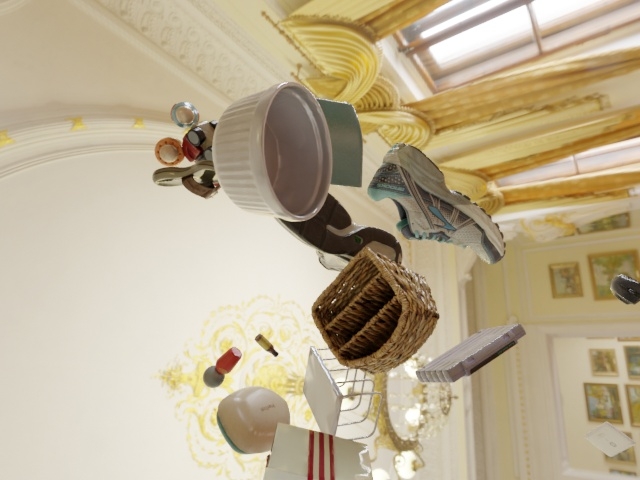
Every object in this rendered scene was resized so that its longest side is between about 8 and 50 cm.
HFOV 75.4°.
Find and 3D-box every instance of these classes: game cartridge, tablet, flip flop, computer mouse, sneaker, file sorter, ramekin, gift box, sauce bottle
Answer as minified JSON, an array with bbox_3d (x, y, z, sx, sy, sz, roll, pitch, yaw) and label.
[{"bbox_3d":[0.533,0.405,1.472,0.355,0.230,0.068,-23,-96,-22],"label":"game cartridge"},{"bbox_3d":[0.545,0.377,0.782,0.006,0.054,0.083,-35,-32,-29],"label":"tablet"},{"bbox_3d":[-0.294,-0.137,0.999,0.112,0.276,0.080,23,-111,-64],"label":"flip flop"},{"bbox_3d":[0.854,0.154,1.096,0.041,0.071,0.242,28,-165,-10],"label":"computer mouse"},{"bbox_3d":[0.000,0.001,1.233,0.447,0.257,0.169,29,-116,-24],"label":"sneaker"},{"bbox_3d":[0.070,0.514,1.410,0.173,0.278,0.193,2,-72,-21],"label":"file sorter"},{"bbox_3d":[-0.074,-0.133,0.653,0.207,0.109,0.207,-5,-85,-61],"label":"ramekin"},{"bbox_3d":[-0.001,0.545,0.825,0.258,0.276,0.255,-68,-13,-85],"label":"gift box"},{"bbox_3d":[-0.230,0.457,1.788,0.128,0.042,0.042,50,-137,-16],"label":"sauce bottle"},{"bbox_3d":[0.202,-0.039,0.745,0.283,0.122,0.110,40,-178,-6],"label":"sneaker"}]

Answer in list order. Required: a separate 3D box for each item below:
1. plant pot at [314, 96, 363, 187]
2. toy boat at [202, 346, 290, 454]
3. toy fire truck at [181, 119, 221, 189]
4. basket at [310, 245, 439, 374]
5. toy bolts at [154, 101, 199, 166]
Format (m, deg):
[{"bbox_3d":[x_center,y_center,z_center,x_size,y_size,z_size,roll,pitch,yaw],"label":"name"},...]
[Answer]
[{"bbox_3d":[0.000,-0.315,1.322,0.247,0.247,0.253,5,-78,-14],"label":"plant pot"},{"bbox_3d":[-0.228,0.473,1.204,0.318,0.148,0.267,49,-167,30],"label":"toy boat"},{"bbox_3d":[-0.389,-0.275,1.469,0.217,0.246,0.158,49,-139,-5],"label":"toy fire truck"},{"bbox_3d":[0.133,0.210,1.112,0.223,0.299,0.214,27,-147,-23],"label":"basket"},{"bbox_3d":[-0.459,-0.362,1.451,0.218,0.158,0.229,7,-77,-19],"label":"toy bolts"}]
